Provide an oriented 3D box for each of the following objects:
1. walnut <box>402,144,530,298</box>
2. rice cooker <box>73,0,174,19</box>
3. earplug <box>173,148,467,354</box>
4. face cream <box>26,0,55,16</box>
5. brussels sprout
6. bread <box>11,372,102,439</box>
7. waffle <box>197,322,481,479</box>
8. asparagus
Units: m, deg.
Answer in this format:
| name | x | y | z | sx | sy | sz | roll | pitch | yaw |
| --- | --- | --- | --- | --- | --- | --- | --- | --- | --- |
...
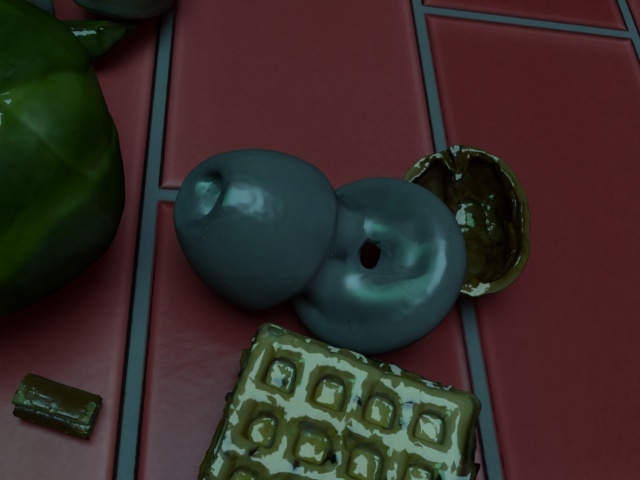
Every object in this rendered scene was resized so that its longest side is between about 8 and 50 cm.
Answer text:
| name | x | y | z | sx | sy | sz | roll | pitch | yaw |
| --- | --- | --- | --- | --- | --- | --- | --- | --- | --- |
| walnut | 0.174 | -0.013 | 0.865 | 0.167 | 0.087 | 0.211 | 3 | 64 | -2 |
| rice cooker | -0.266 | -0.386 | 0.946 | 0.145 | 0.127 | 0.206 | 16 | 46 | -1 |
| earplug | -0.002 | 0.003 | 0.761 | 0.326 | 0.175 | 0.214 | 16 | 73 | -2 |
| face cream | -0.486 | -0.323 | 0.889 | 0.252 | 0.101 | 0.101 | -12 | 64 | -18 |
| brussels sprout | -0.369 | -0.099 | 0.696 | 0.371 | 0.275 | 0.315 | 41 | 73 | 20 |
| bread | -0.267 | 0.168 | 0.693 | 0.083 | 0.036 | 0.046 | 19 | 55 | -4 |
| waffle | -0.010 | 0.284 | 0.637 | 0.261 | 0.114 | 0.376 | 22 | 59 | 0 |
| asparagus | -0.406 | -0.248 | 0.875 | 0.343 | 0.085 | 0.082 | -11 | 39 | -26 |
